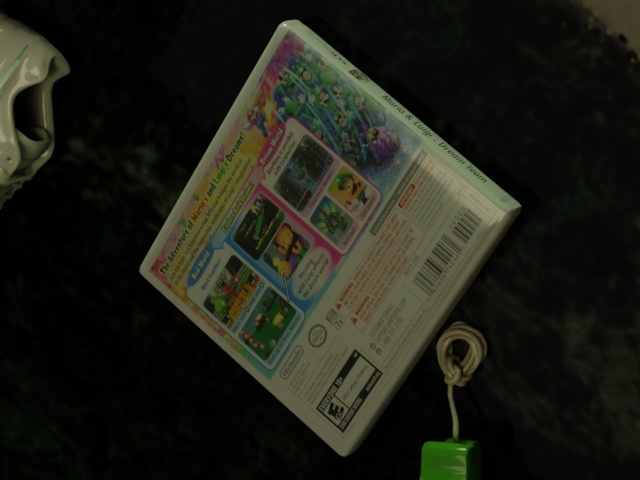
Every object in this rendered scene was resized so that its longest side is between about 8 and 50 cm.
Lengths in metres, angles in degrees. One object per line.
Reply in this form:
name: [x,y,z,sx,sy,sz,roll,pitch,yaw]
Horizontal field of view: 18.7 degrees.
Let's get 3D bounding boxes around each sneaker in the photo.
sneaker: [-0.173,-0.041,0.988,0.061,0.054,0.152,27,113,20]

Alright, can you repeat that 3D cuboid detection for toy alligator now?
toy alligator: [0.058,0.134,0.891,0.056,0.051,0.189,3,102,30]

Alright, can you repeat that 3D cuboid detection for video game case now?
video game case: [0.000,0.000,0.915,0.143,0.019,0.157,41,119,17]
